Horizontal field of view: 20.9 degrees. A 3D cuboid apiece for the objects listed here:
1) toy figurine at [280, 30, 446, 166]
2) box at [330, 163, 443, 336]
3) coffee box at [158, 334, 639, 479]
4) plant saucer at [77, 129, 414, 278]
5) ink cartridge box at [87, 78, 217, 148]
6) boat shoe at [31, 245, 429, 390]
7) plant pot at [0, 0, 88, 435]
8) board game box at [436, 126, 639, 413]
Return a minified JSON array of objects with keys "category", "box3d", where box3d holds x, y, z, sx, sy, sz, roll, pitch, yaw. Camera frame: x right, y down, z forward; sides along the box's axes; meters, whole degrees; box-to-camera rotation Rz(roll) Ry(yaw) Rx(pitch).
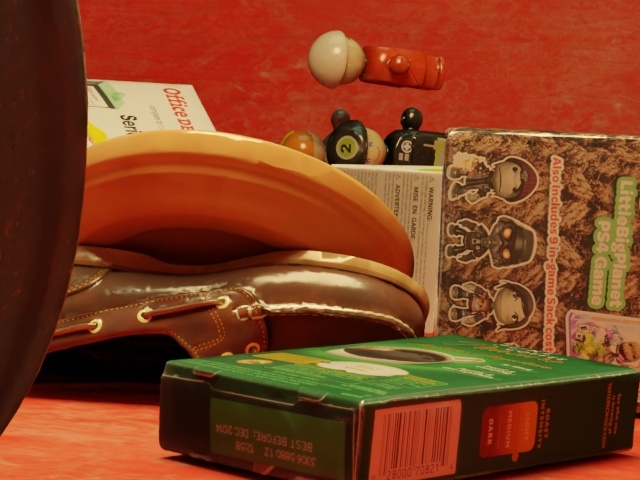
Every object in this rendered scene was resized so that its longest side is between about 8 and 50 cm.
[{"category":"toy figurine","box3d":[0.044,-0.088,1.794,0.148,0.213,0.209,6,-42,-21]},{"category":"box","box3d":[0.106,0.005,1.247,0.103,0.114,0.203,6,4,41]},{"category":"coffee box","box3d":[0.038,0.070,0.728,0.113,0.040,0.184,7,6,42]},{"category":"plant saucer","box3d":[-0.052,0.015,0.903,0.200,0.037,0.200,7,-31,4]},{"category":"ink cartridge box","box3d":[-0.234,-0.063,1.566,0.278,0.117,0.201,2,26,-17]},{"category":"boat shoe","box3d":[-0.052,0.050,0.849,0.207,0.073,0.073,0,43,10]},{"category":"plant pot","box3d":[-0.223,-0.011,0.298,0.272,0.271,0.255,5,20,26]},{"category":"board game box","box3d":[0.223,0.014,0.960,0.291,0.141,0.232,3,4,11]}]
